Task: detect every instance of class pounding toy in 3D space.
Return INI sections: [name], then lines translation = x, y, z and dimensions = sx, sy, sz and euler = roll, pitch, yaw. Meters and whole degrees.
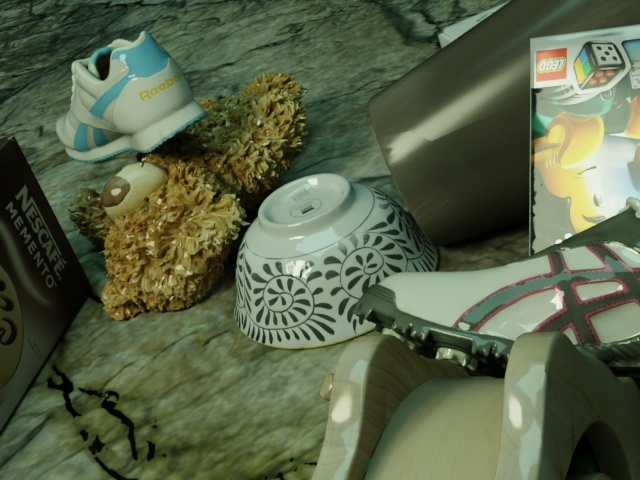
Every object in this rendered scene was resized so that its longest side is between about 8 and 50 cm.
[pounding toy]
translation = 0.056, 0.131, 0.429
dimensions = 0.155, 0.269, 0.154
euler = -4, 73, 28

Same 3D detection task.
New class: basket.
[basket]
translation = 0.163, -0.099, 0.750
dimensions = 0.227, 0.204, 0.154
euler = -24, 33, 13

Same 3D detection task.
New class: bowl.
[bowl]
translation = 0.000, 0.000, 0.780
dimensions = 0.170, 0.080, 0.170
euler = -15, 30, 9

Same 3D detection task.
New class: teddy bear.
[teddy bear]
translation = -0.121, -0.070, 0.946
dimensions = 0.245, 0.113, 0.338
euler = -2, 34, 34

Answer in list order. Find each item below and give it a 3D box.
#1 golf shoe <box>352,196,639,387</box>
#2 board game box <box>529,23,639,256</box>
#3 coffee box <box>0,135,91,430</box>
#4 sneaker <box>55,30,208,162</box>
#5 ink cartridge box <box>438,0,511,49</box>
[golf shoe]
translation = 0.154, 0.036, 0.556
dimensions = 0.273, 0.105, 0.120
euler = 7, 73, 27
[board game box]
translation = 0.270, -0.034, 0.565
dimensions = 0.305, 0.193, 0.053
euler = -2, -5, 31
[coffee box]
translation = -0.313, 0.067, 0.780
dimensions = 0.119, 0.168, 0.297
euler = -10, 32, 20
[sneaker]
translation = -0.184, -0.129, 0.907
dimensions = 0.087, 0.092, 0.229
euler = -38, 19, -30
[ink cartridge box]
translation = 0.162, -0.133, 0.853
dimensions = 0.089, 0.122, 0.052
euler = -25, 29, -6
